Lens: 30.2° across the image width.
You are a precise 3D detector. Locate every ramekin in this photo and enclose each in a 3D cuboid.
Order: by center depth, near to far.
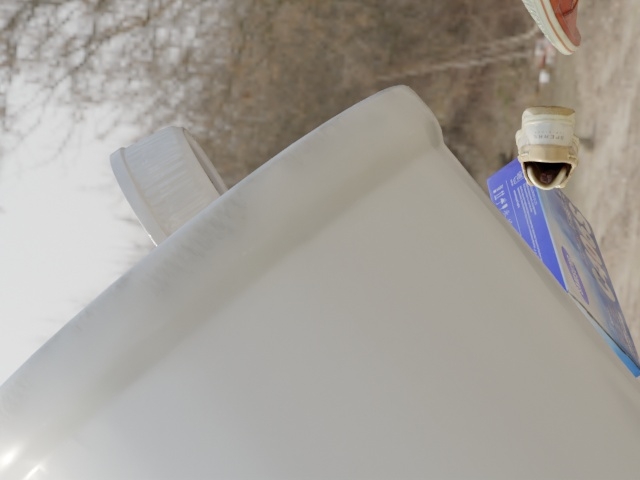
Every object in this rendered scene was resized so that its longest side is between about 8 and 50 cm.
[{"bbox_3d":[-0.194,-0.062,1.666,0.207,0.109,0.207,58,-176,-6],"label":"ramekin"}]

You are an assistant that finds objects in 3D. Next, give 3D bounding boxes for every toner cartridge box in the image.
[{"bbox_3d":[0.312,0.036,1.551,0.165,0.075,0.348,43,-157,-24],"label":"toner cartridge box"}]

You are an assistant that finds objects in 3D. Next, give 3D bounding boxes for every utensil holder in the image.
[{"bbox_3d":[0.045,0.163,0.677,0.385,0.327,0.327,51,-176,3],"label":"utensil holder"}]

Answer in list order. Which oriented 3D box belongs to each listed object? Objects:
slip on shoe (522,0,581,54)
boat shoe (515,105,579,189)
[{"bbox_3d":[0.339,-0.376,1.719,0.123,0.101,0.331,63,-172,31],"label":"slip on shoe"},{"bbox_3d":[0.211,-0.077,1.112,0.170,0.063,0.059,39,-124,-73],"label":"boat shoe"}]
